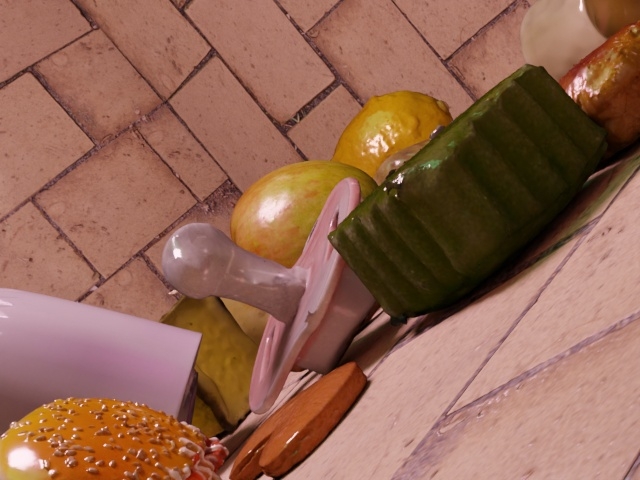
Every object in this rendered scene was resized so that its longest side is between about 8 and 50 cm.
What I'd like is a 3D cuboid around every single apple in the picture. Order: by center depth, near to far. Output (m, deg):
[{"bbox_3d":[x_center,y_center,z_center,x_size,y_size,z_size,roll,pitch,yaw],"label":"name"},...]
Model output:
[{"bbox_3d":[0.000,0.000,2.044,0.226,0.246,0.246,-30,5,9],"label":"apple"},{"bbox_3d":[-0.096,0.103,2.354,0.200,0.200,0.200,-40,3,3],"label":"apple"}]

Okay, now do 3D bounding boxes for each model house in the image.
[{"bbox_3d":[-0.214,0.215,2.082,0.234,0.193,0.175,-38,6,35],"label":"model house"}]

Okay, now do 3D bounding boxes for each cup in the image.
[{"bbox_3d":[-0.338,0.196,1.824,0.253,0.371,0.253,-163,90,-87],"label":"cup"},{"bbox_3d":[0.460,-0.368,2.299,0.255,0.173,0.202,-43,5,-27],"label":"cup"}]

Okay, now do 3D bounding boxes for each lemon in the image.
[{"bbox_3d":[0.143,-0.159,2.705,0.288,0.233,0.233,-42,3,16],"label":"lemon"}]

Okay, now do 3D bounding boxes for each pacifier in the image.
[{"bbox_3d":[-0.042,0.061,1.730,0.273,0.220,0.332,-6,-41,-37],"label":"pacifier"}]

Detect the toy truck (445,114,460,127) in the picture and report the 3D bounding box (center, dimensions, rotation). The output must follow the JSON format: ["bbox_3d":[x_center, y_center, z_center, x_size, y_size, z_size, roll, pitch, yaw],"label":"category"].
[{"bbox_3d":[0.222,-0.115,2.045,0.113,0.126,0.208,-39,4,21],"label":"toy truck"}]

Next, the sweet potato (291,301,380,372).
[{"bbox_3d":[0.023,0.115,1.916,0.195,0.056,0.056,-36,4,13],"label":"sweet potato"}]

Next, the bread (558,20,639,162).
[{"bbox_3d":[0.309,-0.151,1.685,0.185,0.109,0.380,-43,2,-22],"label":"bread"}]

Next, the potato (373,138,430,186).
[{"bbox_3d":[0.166,-0.083,2.266,0.200,0.137,0.154,-42,34,-25],"label":"potato"}]

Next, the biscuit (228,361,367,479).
[{"bbox_3d":[-0.037,0.205,1.505,0.192,0.036,0.186,-39,5,40],"label":"biscuit"}]

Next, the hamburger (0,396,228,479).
[{"bbox_3d":[-0.203,0.239,1.368,0.151,0.227,0.295,-64,0,15],"label":"hamburger"}]

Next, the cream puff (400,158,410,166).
[{"bbox_3d":[0.127,-0.022,1.829,0.189,0.129,0.189,-58,1,1],"label":"cream puff"}]

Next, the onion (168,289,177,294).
[{"bbox_3d":[-0.147,0.143,2.544,0.200,0.200,0.207,-42,-40,-22],"label":"onion"}]

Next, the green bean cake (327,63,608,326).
[{"bbox_3d":[0.160,-0.047,1.532,0.247,0.156,0.250,-43,4,-30],"label":"green bean cake"}]
